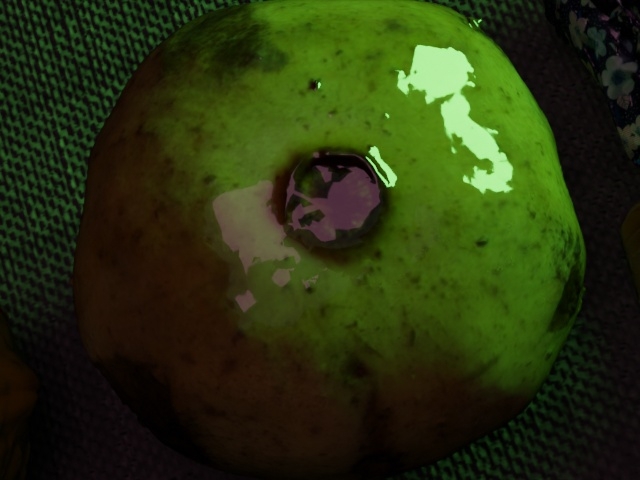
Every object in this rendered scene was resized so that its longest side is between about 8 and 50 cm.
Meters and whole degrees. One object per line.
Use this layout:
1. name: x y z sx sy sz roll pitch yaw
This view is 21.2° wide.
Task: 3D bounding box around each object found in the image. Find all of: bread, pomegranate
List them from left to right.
1. pomegranate: 0.000 0.000 0.926 0.281 0.281 0.281 -5 70 13
2. bread: 0.203 0.012 0.988 0.049 0.033 0.088 -12 68 4

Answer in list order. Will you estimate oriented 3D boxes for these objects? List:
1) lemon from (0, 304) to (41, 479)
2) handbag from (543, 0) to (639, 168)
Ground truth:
1. lemon: -0.273 0.101 0.997 0.231 0.192 0.192 -8 69 5
2. handbag: 0.250 -0.153 0.985 0.229 0.127 0.208 -28 63 6
